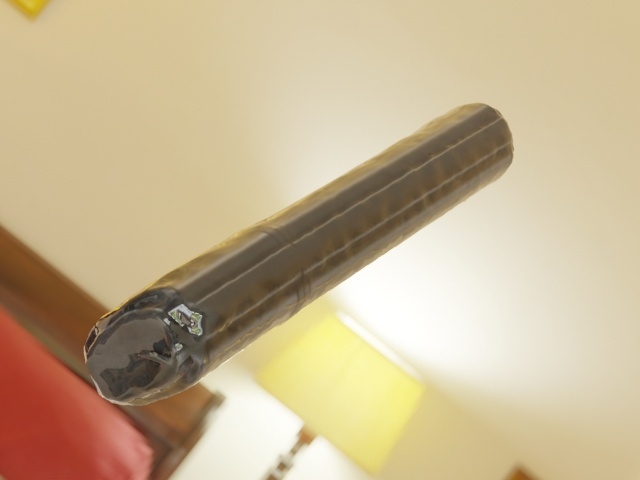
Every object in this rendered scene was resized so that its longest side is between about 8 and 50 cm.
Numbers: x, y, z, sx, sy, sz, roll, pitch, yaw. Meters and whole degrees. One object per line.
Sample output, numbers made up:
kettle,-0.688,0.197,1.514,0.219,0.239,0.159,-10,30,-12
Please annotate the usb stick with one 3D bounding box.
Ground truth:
usb stick,0.000,0.000,0.782,0.278,0.077,0.045,-32,89,-48
